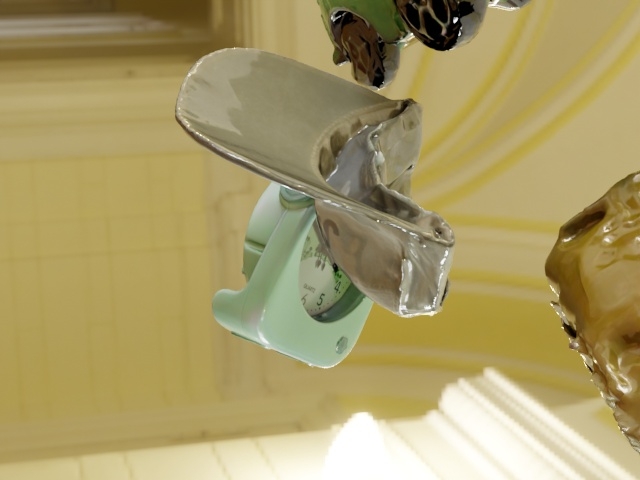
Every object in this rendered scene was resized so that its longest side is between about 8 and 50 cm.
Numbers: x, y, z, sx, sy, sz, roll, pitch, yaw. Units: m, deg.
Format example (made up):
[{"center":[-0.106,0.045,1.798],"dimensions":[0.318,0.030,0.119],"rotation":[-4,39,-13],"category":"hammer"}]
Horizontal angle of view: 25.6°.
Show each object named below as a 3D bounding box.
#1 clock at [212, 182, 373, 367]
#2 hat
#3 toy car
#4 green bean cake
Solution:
[{"center":[0.000,0.000,1.223],"dimensions":[0.066,0.159,0.211],"rotation":[19,-98,34],"category":"clock"},{"center":[0.000,-0.035,1.089],"dimensions":[0.214,0.244,0.149],"rotation":[-93,-165,-57],"category":"hat"},{"center":[0.120,-0.260,1.139],"dimensions":[0.176,0.213,0.358],"rotation":[61,-21,-4],"category":"toy car"},{"center":[0.268,0.035,0.885],"dimensions":[0.131,0.229,0.224],"rotation":[47,15,-33],"category":"green bean cake"}]
